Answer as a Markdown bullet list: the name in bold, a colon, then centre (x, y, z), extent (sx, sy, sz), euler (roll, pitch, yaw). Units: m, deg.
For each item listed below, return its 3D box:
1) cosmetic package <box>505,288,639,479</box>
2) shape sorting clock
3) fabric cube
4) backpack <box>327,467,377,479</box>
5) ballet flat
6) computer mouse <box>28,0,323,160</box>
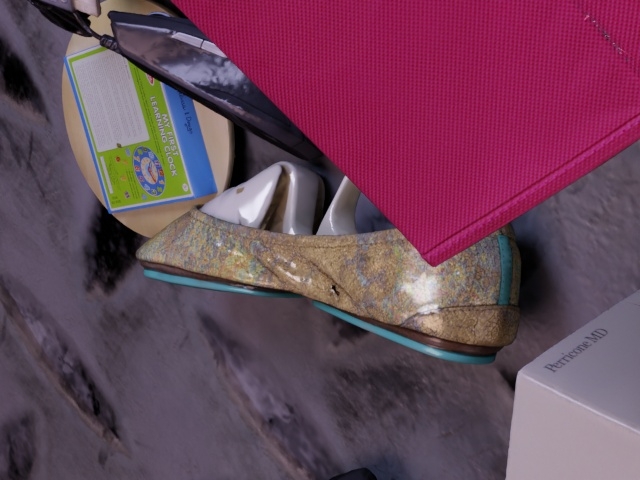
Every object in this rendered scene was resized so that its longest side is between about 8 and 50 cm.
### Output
- **cosmetic package**: centre (0.267, 0.142, 0.658), extent (0.309, 0.160, 0.113), euler (24, 125, 36)
- **shape sorting clock**: centre (-0.146, -0.101, 1.057), extent (0.206, 0.040, 0.206), euler (20, 120, 40)
- **fabric cube**: centre (0.073, -0.200, 0.514), extent (0.258, 0.254, 0.259), euler (45, 126, -15)
- **backpack**: centre (0.029, 0.413, 1.012), extent (0.355, 0.273, 0.290), euler (48, 132, -1)
- **ballet flat**: centre (0.000, 0.000, 0.916), extent (0.348, 0.123, 0.123), euler (12, 118, 44)
- **computer mouse**: centre (-0.110, -0.148, 0.894), extent (0.262, 0.184, 0.060), euler (29, 89, 14)
